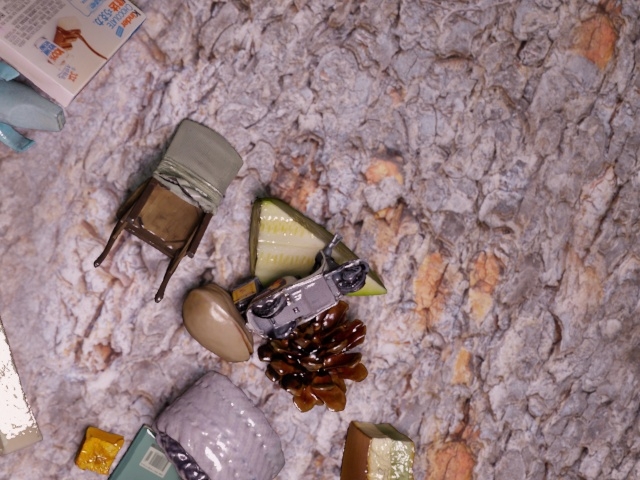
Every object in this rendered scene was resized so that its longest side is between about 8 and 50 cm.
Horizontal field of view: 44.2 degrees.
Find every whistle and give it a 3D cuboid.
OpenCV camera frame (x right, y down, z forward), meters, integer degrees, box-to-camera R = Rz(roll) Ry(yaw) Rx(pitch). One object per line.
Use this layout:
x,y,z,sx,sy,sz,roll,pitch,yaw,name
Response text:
-0.578,-0.255,1.386,0.273,0.186,0.093,20,53,7,whistle

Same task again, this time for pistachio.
-0.195,0.163,1.535,0.108,0.126,0.186,-51,119,-33,pistachio

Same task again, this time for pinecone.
-0.009,0.215,1.554,0.228,0.203,0.201,22,117,-16,pinecone

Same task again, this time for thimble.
-0.191,0.386,1.484,0.157,0.217,0.246,-39,111,-27,thimble

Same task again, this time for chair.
-0.283,-0.063,1.497,0.160,0.319,0.186,32,127,-14,chair

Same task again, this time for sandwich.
0.113,0.499,1.609,0.108,0.186,0.220,8,90,-15,sandwich

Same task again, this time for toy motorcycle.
-0.034,0.089,1.478,0.263,0.157,0.091,-27,122,2,toy motorcycle

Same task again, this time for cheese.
-0.611,0.197,1.447,0.085,0.034,0.401,-18,95,-20,cheese

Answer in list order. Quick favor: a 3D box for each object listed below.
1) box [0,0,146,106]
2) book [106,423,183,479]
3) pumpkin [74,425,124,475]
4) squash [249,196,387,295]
-0.481,-0.405,1.392,0.265,0.048,0.273,39,47,-14,box
-0.343,0.588,1.551,0.264,0.031,0.379,35,82,-15,book
-0.424,0.400,1.508,0.074,0.054,0.083,24,106,-13,pumpkin
0.000,0.000,1.591,0.288,0.111,0.203,1,115,-14,squash
